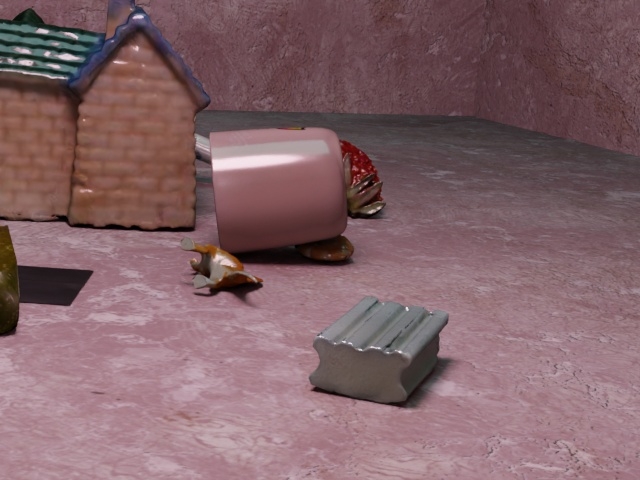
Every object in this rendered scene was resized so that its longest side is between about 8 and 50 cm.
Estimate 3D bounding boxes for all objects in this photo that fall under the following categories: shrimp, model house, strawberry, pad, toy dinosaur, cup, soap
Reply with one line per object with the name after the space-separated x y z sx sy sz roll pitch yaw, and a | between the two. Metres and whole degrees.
0.000 0.000 1.983 0.091 0.043 0.184 -1 14 -8 | shrimp
-0.426 -0.250 2.164 0.445 0.400 0.395 2 15 -9 | model house
-0.013 -0.147 2.382 0.233 0.138 0.306 -5 24 -18 | strawberry
-0.380 0.059 1.664 0.116 0.004 0.193 5 11 -2 | pad
-0.128 0.048 1.732 0.212 0.057 0.142 30 7 39 | toy dinosaur
-0.065 -0.077 1.941 0.200 0.191 0.253 -6 -10 -3 | cup
0.070 0.121 1.392 0.114 0.063 0.198 10 13 17 | soap

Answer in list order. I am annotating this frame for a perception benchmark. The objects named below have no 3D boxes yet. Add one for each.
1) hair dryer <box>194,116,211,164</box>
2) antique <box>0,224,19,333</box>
-0.208 -0.162 2.521 0.357 0.173 0.107 23 52 -4 | hair dryer
-0.416 0.047 1.508 0.081 0.080 0.221 -2 16 -19 | antique
